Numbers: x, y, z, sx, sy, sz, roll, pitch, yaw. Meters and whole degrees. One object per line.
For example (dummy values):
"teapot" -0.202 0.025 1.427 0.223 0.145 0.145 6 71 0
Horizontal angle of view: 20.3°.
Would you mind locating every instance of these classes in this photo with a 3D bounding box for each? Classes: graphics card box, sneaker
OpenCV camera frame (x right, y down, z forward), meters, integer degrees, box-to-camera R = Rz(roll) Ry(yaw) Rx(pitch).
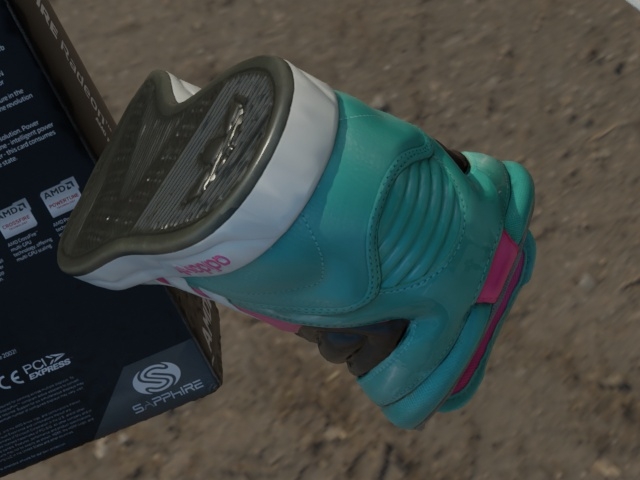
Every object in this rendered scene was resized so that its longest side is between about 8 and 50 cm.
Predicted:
"graphics card box" -0.230 -0.036 0.968 0.233 0.094 0.371 -23 118 7
"sneaker" 0.000 0.000 0.788 0.178 0.295 0.123 29 82 -19

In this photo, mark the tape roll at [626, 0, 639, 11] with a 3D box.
"tape roll" 0.216 -0.185 0.947 0.392 0.392 0.072 41 116 11
